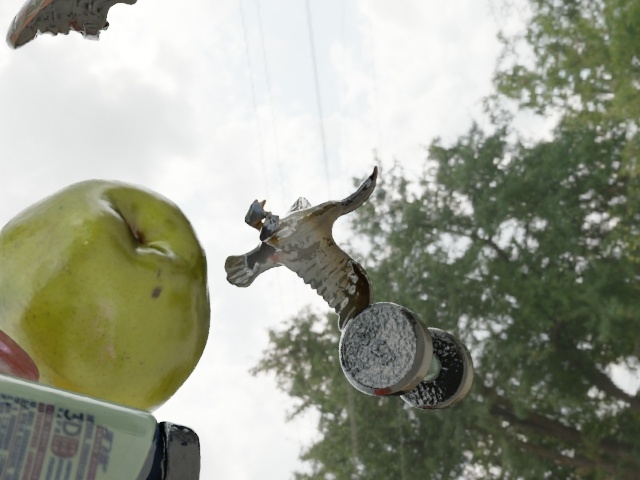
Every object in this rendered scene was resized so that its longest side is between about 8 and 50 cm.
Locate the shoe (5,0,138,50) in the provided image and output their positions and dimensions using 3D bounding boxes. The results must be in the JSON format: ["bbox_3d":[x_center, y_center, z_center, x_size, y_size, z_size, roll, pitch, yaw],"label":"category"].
[{"bbox_3d":[-0.478,-0.449,1.531,0.291,0.114,0.137,-32,-59,3],"label":"shoe"}]

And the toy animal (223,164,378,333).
[{"bbox_3d":[-0.008,-0.006,0.905,0.160,0.272,0.197,6,-54,-41],"label":"toy animal"}]

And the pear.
[{"bbox_3d":[-0.259,0.077,0.894,0.294,0.294,0.294,-26,-59,-51],"label":"pear"}]

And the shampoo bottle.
[{"bbox_3d":[-0.262,0.163,0.576,0.359,0.078,0.134,23,-126,-30],"label":"shampoo bottle"}]

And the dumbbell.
[{"bbox_3d":[0.102,0.137,0.890,0.191,0.100,0.100,31,-105,-58],"label":"dumbbell"}]

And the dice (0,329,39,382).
[{"bbox_3d":[-0.310,0.125,0.682,0.091,0.094,0.093,-48,-1,-5],"label":"dice"}]
